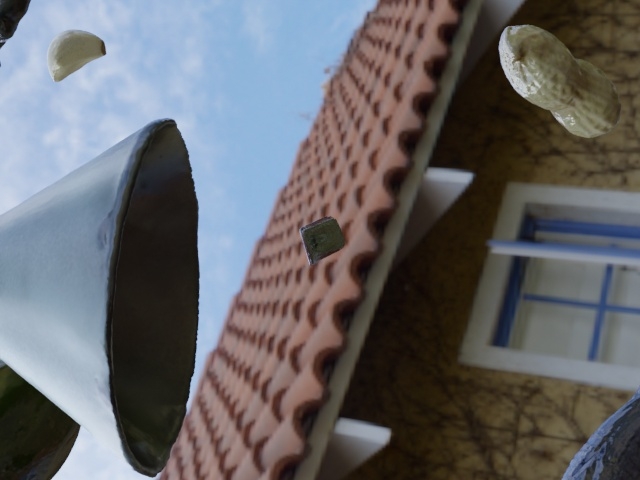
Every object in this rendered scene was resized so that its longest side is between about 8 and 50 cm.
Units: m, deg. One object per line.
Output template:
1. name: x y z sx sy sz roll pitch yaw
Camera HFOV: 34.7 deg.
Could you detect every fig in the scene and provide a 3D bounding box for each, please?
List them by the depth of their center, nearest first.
1. fig: -0.325 0.183 1.079 0.195 0.245 0.195 60 -169 -20

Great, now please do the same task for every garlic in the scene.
1. garlic: -0.308 -0.235 1.273 0.053 0.083 0.041 64 -162 -16

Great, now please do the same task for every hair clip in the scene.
1. hair clip: -0.002 0.000 1.428 0.137 0.022 0.054 -29 -78 -66

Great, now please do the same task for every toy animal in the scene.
1. toy animal: -0.324 -0.217 1.014 0.135 0.047 0.065 -59 -9 11
2. toy animal: 0.338 0.265 1.159 0.367 0.081 0.205 -40 -52 -24

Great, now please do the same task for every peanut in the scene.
1. peanut: 0.274 -0.184 1.177 0.187 0.082 0.082 26 -113 -31

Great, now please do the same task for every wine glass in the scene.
1. wine glass: -0.308 0.027 0.781 0.267 0.406 0.267 4 -90 -84
